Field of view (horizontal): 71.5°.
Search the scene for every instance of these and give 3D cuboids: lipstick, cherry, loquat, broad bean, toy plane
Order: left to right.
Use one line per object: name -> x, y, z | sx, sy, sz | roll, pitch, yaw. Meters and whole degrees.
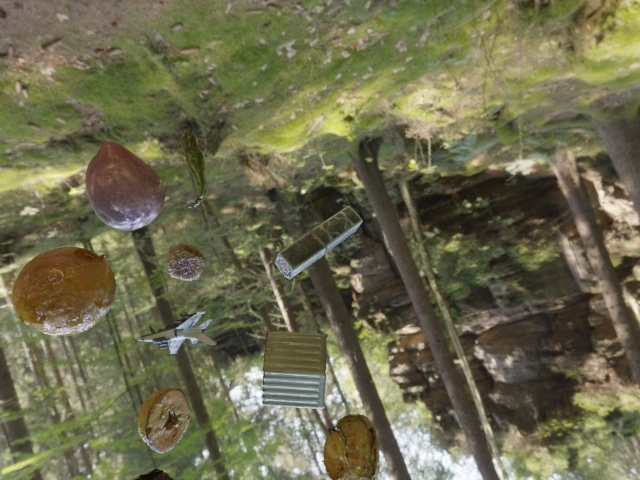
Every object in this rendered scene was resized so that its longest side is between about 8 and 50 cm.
loquat -> -0.646, 0.130, 1.134 | 0.238, 0.238, 0.193 | -19, 166, -28
cherry -> -0.569, -0.145, 1.271 | 0.206, 0.239, 0.239 | -49, 175, 1
toy plane -> -0.383, 0.241, 1.174 | 0.234, 0.082, 0.160 | 19, 113, -48
broad bean -> -0.490, -0.287, 1.713 | 0.098, 0.318, 0.056 | -4, 174, 6
lipstick -> 0.000, 0.000, 1.286 | 0.289, 0.077, 0.076 | -35, 166, -32

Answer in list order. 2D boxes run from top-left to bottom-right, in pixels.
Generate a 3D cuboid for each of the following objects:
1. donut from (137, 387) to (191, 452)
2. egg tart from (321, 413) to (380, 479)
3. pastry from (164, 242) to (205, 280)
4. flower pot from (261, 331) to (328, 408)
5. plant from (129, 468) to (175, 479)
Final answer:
donut -> -0.450, 0.505, 1.271 | 0.065, 0.179, 0.162 | 3, -159, 28
egg tart -> 0.069, 0.544, 1.125 | 0.090, 0.213, 0.212 | 11, 160, -27
pastry -> -0.670, 0.106, 2.205 | 0.192, 0.182, 0.093 | 22, -165, -30
flower pot -> -0.075, 0.385, 1.346 | 0.189, 0.239, 0.209 | 4, 140, 0
plant -> -0.451, 0.685, 1.041 | 0.276, 0.188, 0.199 | -9, 126, -63
